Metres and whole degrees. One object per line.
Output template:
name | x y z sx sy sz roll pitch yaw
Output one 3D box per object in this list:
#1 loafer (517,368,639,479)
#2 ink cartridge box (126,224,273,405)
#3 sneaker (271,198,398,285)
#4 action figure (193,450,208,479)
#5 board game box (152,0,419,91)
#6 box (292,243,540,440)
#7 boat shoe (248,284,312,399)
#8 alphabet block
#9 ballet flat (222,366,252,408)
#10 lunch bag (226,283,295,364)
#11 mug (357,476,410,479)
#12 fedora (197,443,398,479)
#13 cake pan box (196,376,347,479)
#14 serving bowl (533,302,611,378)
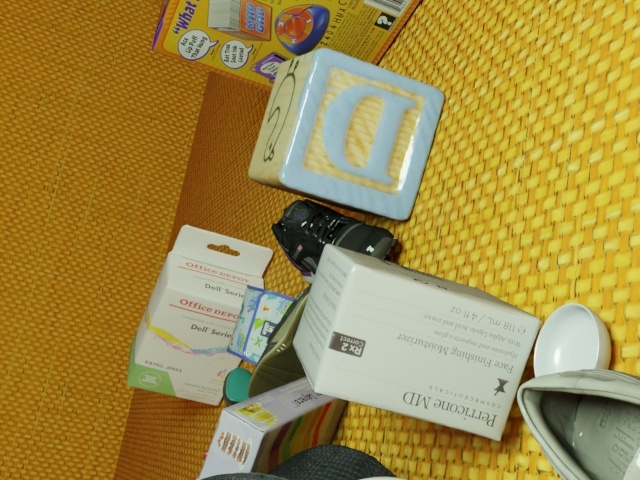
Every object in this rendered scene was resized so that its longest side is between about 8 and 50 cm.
loafer | 0.225 0.157 0.470 0.319 0.111 0.112 -152 79 -71
ink cartridge box | -0.242 0.158 1.640 0.119 0.207 0.353 -99 30 -54
sneaker | 0.000 0.000 1.159 0.107 0.124 0.283 -47 14 -18
action figure | -0.216 0.476 1.436 0.280 0.139 0.091 -135 61 -66
board game box | -0.045 -0.501 1.380 0.356 0.356 0.356 129 150 -49
box | 0.082 0.090 0.785 0.182 0.181 0.119 -143 69 -80
boat shoe | -0.043 0.165 1.284 0.223 0.080 0.073 -60 14 18
alphabet block | 0.030 -0.145 1.143 0.197 0.193 0.192 -164 92 -71
ballet flat | -0.143 0.310 1.459 0.203 0.074 0.074 -116 45 -60
lunch bag | -0.082 0.152 1.386 0.151 0.096 0.128 12 84 55
mug | 0.046 0.352 0.555 0.328 0.276 0.374 -45 40 39
fedora | -0.003 0.324 0.854 0.152 0.334 0.334 -46 -8 -47
cake pan box | -0.078 0.317 1.049 0.070 0.246 0.266 26 102 26
serving bowl | 0.214 0.096 0.679 0.083 0.027 0.083 -164 90 -72
